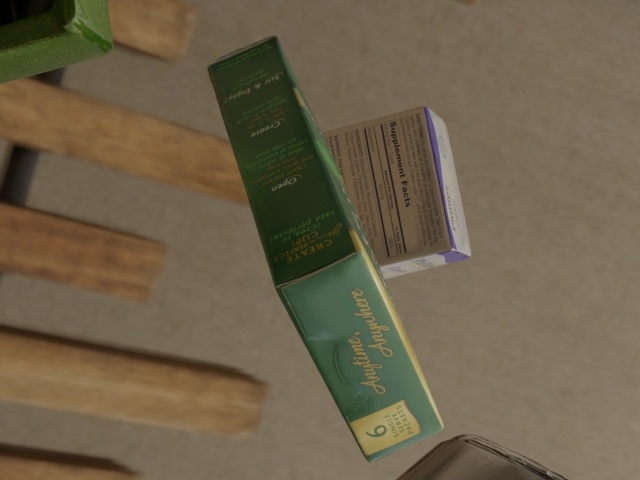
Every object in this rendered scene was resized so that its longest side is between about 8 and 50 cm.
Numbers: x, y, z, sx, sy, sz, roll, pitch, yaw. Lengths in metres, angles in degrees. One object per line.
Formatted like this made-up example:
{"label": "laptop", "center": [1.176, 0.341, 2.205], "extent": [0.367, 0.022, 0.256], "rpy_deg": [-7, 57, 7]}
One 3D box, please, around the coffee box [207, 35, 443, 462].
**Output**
{"label": "coffee box", "center": [0.000, 0.000, 0.817], "extent": [0.040, 0.113, 0.184], "rpy_deg": [-23, -145, 3]}

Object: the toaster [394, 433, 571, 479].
{"label": "toaster", "center": [0.100, 0.216, 1.117], "extent": [0.227, 0.146, 0.129], "rpy_deg": [27, -50, 24]}

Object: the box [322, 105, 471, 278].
{"label": "box", "center": [0.045, -0.032, 1.525], "extent": [0.137, 0.072, 0.126], "rpy_deg": [-13, -102, 17]}

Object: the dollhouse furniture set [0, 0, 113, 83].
{"label": "dollhouse furniture set", "center": [-0.214, -0.224, 0.759], "extent": [0.151, 0.197, 0.301], "rpy_deg": [-16, -110, 17]}
